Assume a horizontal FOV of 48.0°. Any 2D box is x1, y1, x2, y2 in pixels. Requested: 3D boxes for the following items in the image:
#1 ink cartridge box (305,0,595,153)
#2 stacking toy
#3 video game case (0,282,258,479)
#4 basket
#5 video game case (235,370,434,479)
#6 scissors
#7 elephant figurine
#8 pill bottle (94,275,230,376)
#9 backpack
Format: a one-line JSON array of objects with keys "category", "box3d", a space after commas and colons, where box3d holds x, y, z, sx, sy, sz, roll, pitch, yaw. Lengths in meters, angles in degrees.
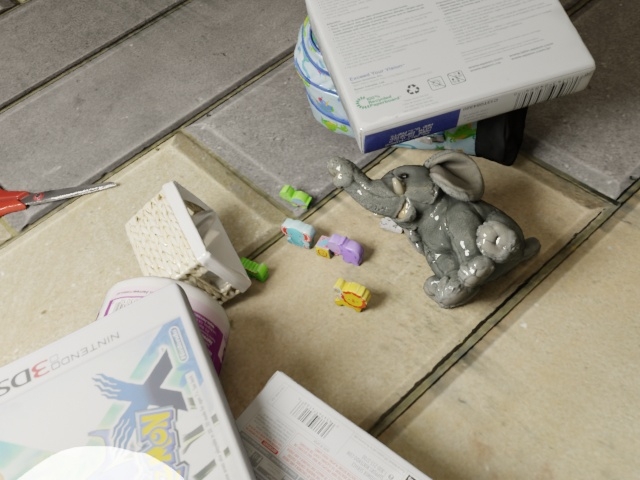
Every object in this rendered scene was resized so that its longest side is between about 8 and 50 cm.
[{"category": "ink cartridge box", "box3d": [0.157, -0.307, 1.003, 0.324, 0.071, 0.330, -16, 64, -4]}, {"category": "stacking toy", "box3d": [0.000, 0.000, 1.049, 0.221, 0.052, 0.167, 16, 56, 23]}, {"category": "video game case", "box3d": [-0.221, 0.237, 0.700, 0.300, 0.036, 0.329, -26, 59, -3]}, {"category": "basket", "box3d": [-0.192, 0.017, 1.023, 0.103, 0.113, 0.167, -38, 51, 8]}, {"category": "video game case", "box3d": [-0.018, 0.295, 0.695, 0.270, 0.061, 0.244, 30, 62, 30]}, {"category": "scissors", "box3d": [-0.496, -0.061, 1.218, 0.297, 0.021, 0.109, 2, 49, 11]}, {"category": "elephant figurine", "box3d": [0.154, -0.043, 0.961, 0.169, 0.186, 0.239, -39, 71, 5]}, {"category": "pill bottle", "box3d": [-0.218, 0.206, 0.847, 0.169, 0.169, 0.301, 2, 52, 12]}, {"category": "backpack", "box3d": [0.138, -0.283, 1.148, 0.356, 0.273, 0.290, 4, 66, 30]}]
